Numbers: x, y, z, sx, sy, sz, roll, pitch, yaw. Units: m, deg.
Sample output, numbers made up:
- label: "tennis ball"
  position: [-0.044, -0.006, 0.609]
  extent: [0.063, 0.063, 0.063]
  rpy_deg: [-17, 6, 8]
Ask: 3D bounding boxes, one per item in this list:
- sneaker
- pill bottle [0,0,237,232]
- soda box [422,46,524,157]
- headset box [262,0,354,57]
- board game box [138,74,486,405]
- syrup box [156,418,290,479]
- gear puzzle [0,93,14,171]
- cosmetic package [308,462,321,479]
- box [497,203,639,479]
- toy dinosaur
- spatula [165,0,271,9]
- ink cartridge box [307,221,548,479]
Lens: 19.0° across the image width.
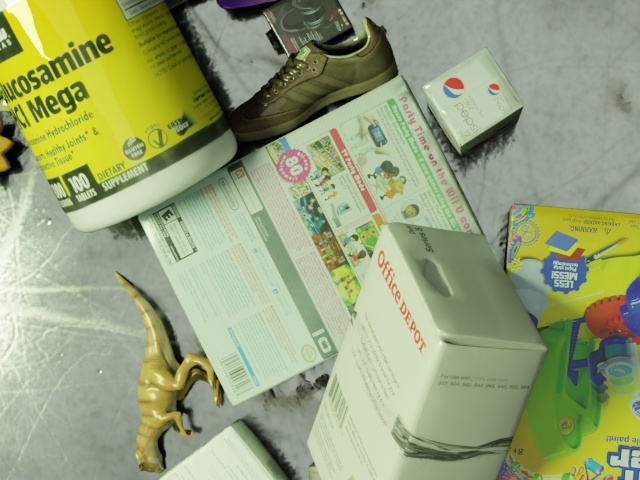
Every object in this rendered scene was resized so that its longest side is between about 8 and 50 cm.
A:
- label: "sneaker"
  position: [-0.017, -0.168, 1.954]
  extent: [0.188, 0.066, 0.071]
  rpy_deg: [-25, 121, -6]
- label: "pill bottle"
  position: [-0.235, -0.192, 1.891]
  extent: [0.188, 0.188, 0.334]
  rpy_deg: [-27, 98, 3]
- label: "soda box"
  position: [0.149, -0.132, 1.874]
  extent: [0.074, 0.216, 0.069]
  rpy_deg: [-32, 88, 3]
- label: "headset box"
  position: [-0.016, -0.225, 1.981]
  extent: [0.083, 0.032, 0.062]
  rpy_deg: [-28, 86, 2]
- label: "board game box"
  position: [0.000, 0.000, 1.943]
  extent: [0.303, 0.097, 0.224]
  rpy_deg: [-27, 88, 5]
- label: "syrup box"
  position: [-0.151, 0.290, 1.948]
  extent: [0.237, 0.093, 0.096]
  rpy_deg: [-38, 87, 3]
- label: "gear puzzle"
  position: [-0.371, -0.219, 1.990]
  extent: [0.175, 0.044, 0.339]
  rpy_deg: [1, 88, 12]
- label: "cosmetic package"
  position: [0.022, 0.284, 1.961]
  extent: [0.060, 0.041, 0.115]
  rpy_deg: [-7, 88, 5]
- label: "box"
  position: [0.318, 0.115, 1.876]
  extent: [0.290, 0.177, 0.279]
  rpy_deg: [4, 90, 5]
- label: "toy dinosaur"
  position: [-0.161, 0.136, 1.968]
  extent: [0.112, 0.064, 0.211]
  rpy_deg: [-1, 88, 6]
- label: "spatula"
  position: [-0.165, -0.248, 1.989]
  extent: [0.296, 0.030, 0.084]
  rpy_deg: [-19, 72, 9]
- label: "ink cartridge box"
  position: [0.096, 0.149, 1.818]
  extent: [0.114, 0.198, 0.273]
  rpy_deg: [6, 122, -21]
